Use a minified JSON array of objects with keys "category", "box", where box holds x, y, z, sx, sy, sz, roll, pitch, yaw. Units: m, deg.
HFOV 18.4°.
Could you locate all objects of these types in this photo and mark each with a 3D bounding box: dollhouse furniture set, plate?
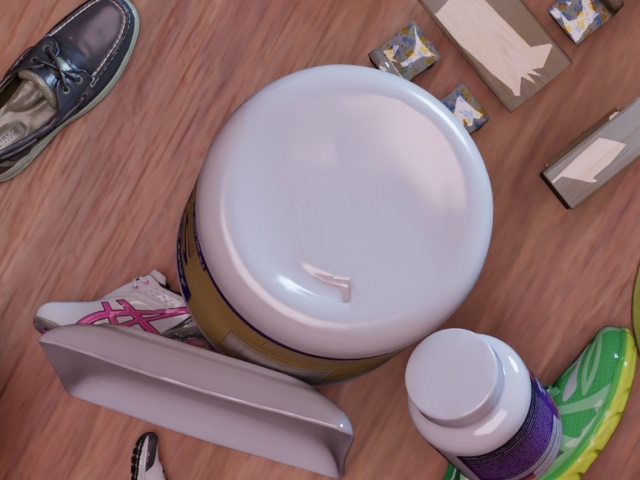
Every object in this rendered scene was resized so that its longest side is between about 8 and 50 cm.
[{"category":"dollhouse furniture set","box":[0.191,-0.153,1.801,0.212,0.161,0.242,-39,88,3]},{"category":"plate","box":[-0.102,0.138,1.770,0.278,0.277,0.045,17,75,3]}]

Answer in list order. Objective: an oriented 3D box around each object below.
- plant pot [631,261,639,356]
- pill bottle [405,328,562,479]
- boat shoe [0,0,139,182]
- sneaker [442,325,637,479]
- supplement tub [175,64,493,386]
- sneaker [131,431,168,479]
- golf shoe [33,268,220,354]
[{"category":"plant pot","box":[0.426,0.065,1.742,0.276,0.254,0.276,0,90,3]},{"category":"pill bottle","box":[0.138,0.143,1.709,0.108,0.193,0.108,-7,67,17]},{"category":"boat shoe","box":[-0.257,-0.144,1.870,0.080,0.073,0.223,43,93,2]},{"category":"sneaker","box":[0.181,0.187,1.829,0.123,0.109,0.295,41,92,0]},{"category":"supplement tub","box":[0.000,0.000,1.707,0.241,0.331,0.241,2,79,-9]},{"category":"sneaker","box":[-0.159,0.236,1.889,0.044,0.040,0.109,1,94,-13]},{"category":"golf shoe","box":[-0.177,0.069,1.874,0.186,0.067,0.086,6,81,-6]}]
